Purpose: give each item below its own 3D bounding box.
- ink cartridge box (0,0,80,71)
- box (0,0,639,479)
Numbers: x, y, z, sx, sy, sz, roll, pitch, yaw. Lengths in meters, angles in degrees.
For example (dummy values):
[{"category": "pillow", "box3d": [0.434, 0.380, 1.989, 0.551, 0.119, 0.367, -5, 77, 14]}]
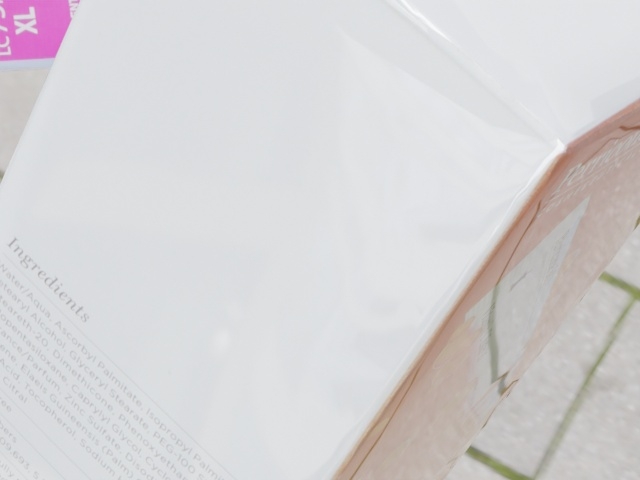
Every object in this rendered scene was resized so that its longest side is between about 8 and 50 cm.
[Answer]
[{"category": "ink cartridge box", "box3d": [-0.243, -0.137, 0.914, 0.311, 0.065, 0.186, -5, 27, 4]}, {"category": "box", "box3d": [0.000, 0.000, 0.708, 0.168, 0.215, 0.345, 42, 130, 14]}]
